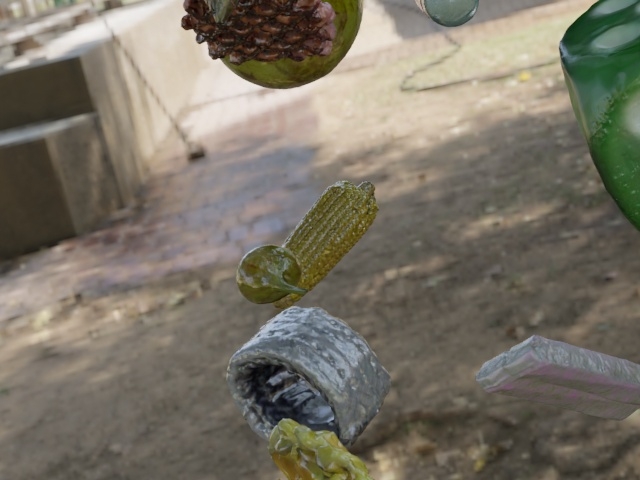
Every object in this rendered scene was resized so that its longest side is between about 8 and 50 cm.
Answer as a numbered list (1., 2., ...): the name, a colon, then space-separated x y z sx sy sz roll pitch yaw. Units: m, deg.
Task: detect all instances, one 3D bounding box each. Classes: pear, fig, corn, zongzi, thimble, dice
1. pear: -0.067 -0.386 1.990 0.283 0.284 0.283 -12 14 3
2. fig: -0.065 0.048 1.606 0.084 0.082 0.098 21 5 -19
3. corn: 0.000 0.000 1.987 0.262 0.097 0.097 -48 28 -20
4. zongzi: -0.127 -0.303 1.482 0.073 0.067 0.083 15 22 -1
5. thimble: -0.017 0.233 2.041 0.245 0.217 0.157 33 40 12
6. dice: 0.493 -0.181 1.581 0.287 0.297 0.300 -22 22 24

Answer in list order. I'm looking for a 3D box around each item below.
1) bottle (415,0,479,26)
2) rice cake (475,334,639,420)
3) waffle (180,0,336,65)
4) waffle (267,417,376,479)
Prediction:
1. bottle: 0.186 -0.368 1.855 0.082 0.082 0.286 -12 13 4
2. rice cake: 0.346 0.187 1.675 0.298 0.050 0.106 16 -38 -38
3. waffle: -0.089 -0.320 1.767 0.221 0.055 0.234 -1 -20 12
4. waffle: 0.056 0.267 1.041 0.060 0.262 0.280 -42 58 -15
